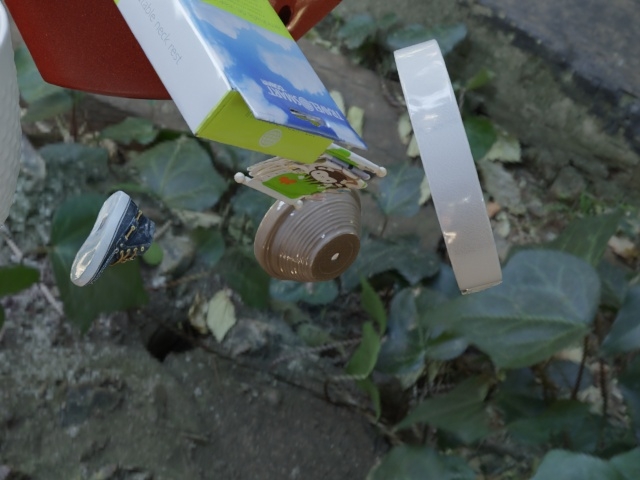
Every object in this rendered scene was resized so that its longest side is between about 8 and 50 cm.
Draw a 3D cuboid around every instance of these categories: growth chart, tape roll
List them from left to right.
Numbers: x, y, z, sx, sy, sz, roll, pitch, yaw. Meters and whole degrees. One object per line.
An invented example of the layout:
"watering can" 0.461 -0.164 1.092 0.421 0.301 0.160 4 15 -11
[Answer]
"growth chart" -0.014 -0.099 1.474 0.172 0.237 0.021 19 67 -36
"tape roll" 0.198 -0.113 1.495 0.072 0.392 0.392 -16 48 8

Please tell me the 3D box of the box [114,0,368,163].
"box" -0.056 -0.114 0.573 0.109 0.042 0.178 7 45 -53

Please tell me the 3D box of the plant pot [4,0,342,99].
"plant pot" -0.127 -0.278 0.875 0.235 0.267 0.267 28 61 31

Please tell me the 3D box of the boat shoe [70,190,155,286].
"boat shoe" -0.301 0.012 1.435 0.083 0.065 0.183 44 41 -27

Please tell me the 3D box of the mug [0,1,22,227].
"mug" -0.532 -0.157 1.212 0.276 0.328 0.374 -21 53 -27

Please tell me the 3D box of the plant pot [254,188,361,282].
"plant pot" 0.000 0.000 1.856 0.237 0.237 0.110 -21 49 -32
